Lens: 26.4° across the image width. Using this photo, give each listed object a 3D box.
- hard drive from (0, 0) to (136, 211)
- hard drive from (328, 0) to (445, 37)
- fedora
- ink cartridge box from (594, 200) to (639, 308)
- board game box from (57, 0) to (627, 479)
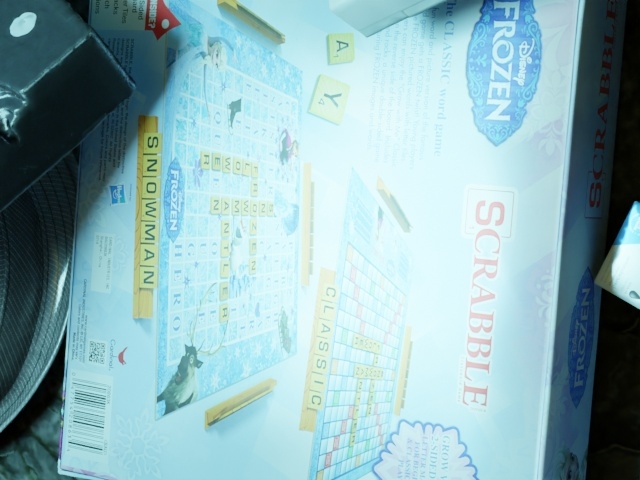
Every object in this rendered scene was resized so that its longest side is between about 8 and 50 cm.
[{"bbox_3d":[-0.289,-0.108,0.843,0.237,0.064,0.339,-43,51,-7],"label":"hard drive"},{"bbox_3d":[0.134,-0.231,0.609,0.308,0.040,0.203,-19,51,42],"label":"hard drive"},{"bbox_3d":[-0.290,0.023,0.911,0.244,0.124,0.275,36,109,25],"label":"fedora"},{"bbox_3d":[0.185,0.020,0.674,0.083,0.028,0.048,31,107,27],"label":"ink cartridge box"},{"bbox_3d":[0.000,0.000,0.765,0.318,0.066,0.318,7,94,32],"label":"board game box"}]
